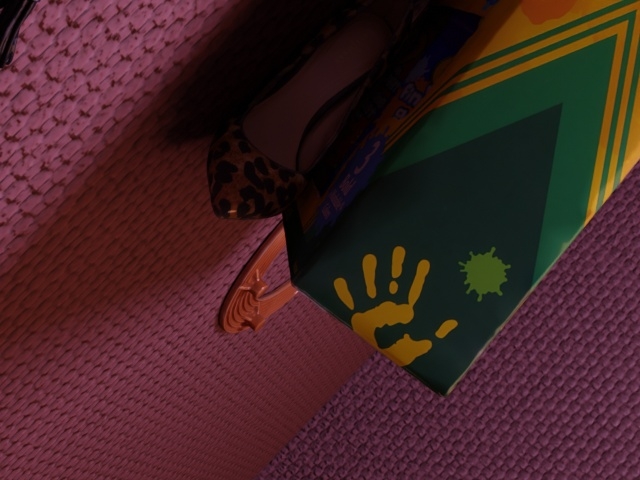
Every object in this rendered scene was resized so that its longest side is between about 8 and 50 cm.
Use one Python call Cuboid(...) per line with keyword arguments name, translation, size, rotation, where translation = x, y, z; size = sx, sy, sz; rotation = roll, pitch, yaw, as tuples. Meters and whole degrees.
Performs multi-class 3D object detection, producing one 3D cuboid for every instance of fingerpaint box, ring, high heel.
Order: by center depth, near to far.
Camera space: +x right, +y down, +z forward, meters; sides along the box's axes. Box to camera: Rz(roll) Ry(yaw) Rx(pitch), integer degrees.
Cuboid(name="high heel", translation=(-0.007, -0.127, 1.232), size=(0.186, 0.093, 0.261), rotation=(-50, -177, 35))
Cuboid(name="fingerpaint box", translation=(0.134, -0.107, 1.272), size=(0.371, 0.163, 0.445), rotation=(-51, -171, 7))
Cuboid(name="ring", translation=(0.000, 0.000, 1.824), size=(0.336, 0.032, 0.336), rotation=(-44, 167, -13))

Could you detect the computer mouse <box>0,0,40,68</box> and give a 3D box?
Cuboid(name="computer mouse", translation=(-0.179, -0.145, 0.731), size=(0.106, 0.042, 0.193), rotation=(-48, 168, 10))
